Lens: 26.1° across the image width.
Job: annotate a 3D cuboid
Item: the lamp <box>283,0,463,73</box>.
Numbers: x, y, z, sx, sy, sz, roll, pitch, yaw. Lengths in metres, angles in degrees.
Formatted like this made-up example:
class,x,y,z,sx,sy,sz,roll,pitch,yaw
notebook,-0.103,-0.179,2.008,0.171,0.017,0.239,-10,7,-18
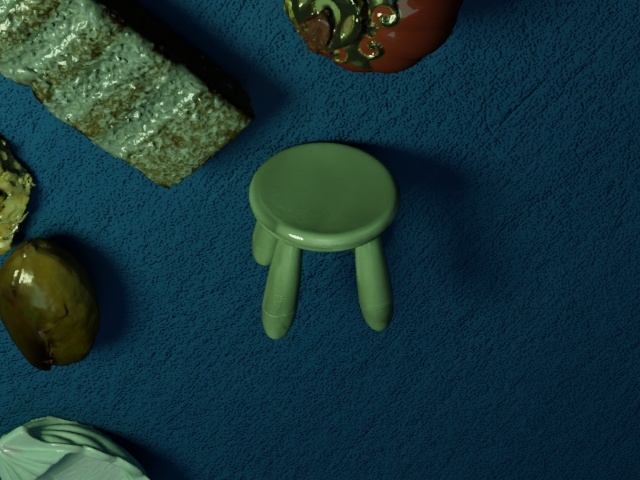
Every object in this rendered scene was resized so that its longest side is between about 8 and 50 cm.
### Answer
class,x,y,z,sx,sy,sz,roll,pitch,yaw
lamp,0.053,-0.295,1.565,0.226,0.227,0.227,-5,131,-6

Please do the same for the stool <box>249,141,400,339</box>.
class,x,y,z,sx,sy,sz,roll,pitch,yaw
stool,0.000,0.000,1.832,0.195,0.195,0.199,-3,135,-8

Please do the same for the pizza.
class,x,y,z,sx,sy,sz,roll,pitch,yaw
pizza,-0.446,-0.057,1.784,0.147,0.069,0.226,20,125,-22

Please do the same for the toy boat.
class,x,y,z,sx,sy,sz,roll,pitch,yaw
toy boat,-0.382,0.358,2.134,0.199,0.100,0.290,-37,128,20

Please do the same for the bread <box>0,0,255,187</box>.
class,x,y,z,sx,sy,sz,roll,pitch,yaw
bread,-0.278,-0.222,1.641,0.165,0.113,0.416,-38,127,24

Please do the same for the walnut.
class,x,y,z,sx,sy,sz,roll,pitch,yaw
walnut,-0.371,0.092,1.887,0.137,0.137,0.245,-10,132,-1
